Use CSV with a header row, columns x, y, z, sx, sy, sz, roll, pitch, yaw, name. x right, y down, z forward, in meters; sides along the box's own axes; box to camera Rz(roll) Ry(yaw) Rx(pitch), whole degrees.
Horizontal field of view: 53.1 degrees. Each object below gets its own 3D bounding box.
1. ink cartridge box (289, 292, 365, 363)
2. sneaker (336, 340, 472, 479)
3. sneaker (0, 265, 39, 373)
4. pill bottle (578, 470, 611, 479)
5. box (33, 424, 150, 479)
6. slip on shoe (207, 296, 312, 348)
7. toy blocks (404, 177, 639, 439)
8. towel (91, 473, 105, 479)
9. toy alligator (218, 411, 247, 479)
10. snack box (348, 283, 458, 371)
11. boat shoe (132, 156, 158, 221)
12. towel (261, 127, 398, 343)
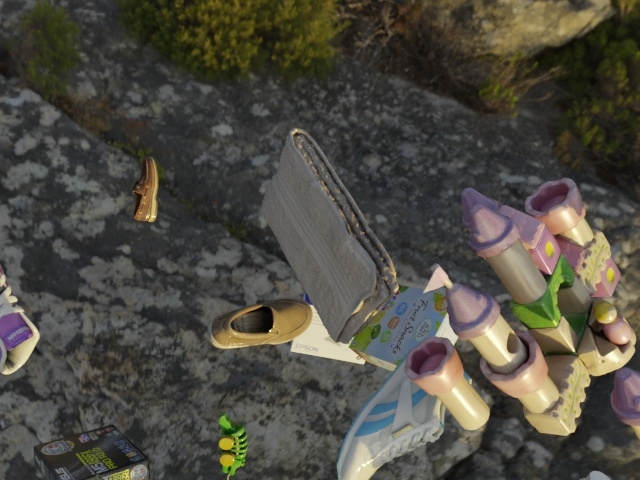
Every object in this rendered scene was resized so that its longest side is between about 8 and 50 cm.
x,y,z,sx,sy,sz,roll,pitch,yaw,name
0.047,0.225,1.763,0.223,0.224,0.045,11,24,-10,ink cartridge box
0.109,0.247,0.863,0.092,0.087,0.229,35,82,28,sneaker
-0.449,0.062,0.868,0.161,0.282,0.102,26,41,22,sneaker
0.506,0.496,1.218,0.067,0.120,0.067,15,30,-9,pill bottle
-0.592,0.573,1.655,0.216,0.270,0.060,-6,100,-37,box
-0.058,0.089,0.713,0.135,0.041,0.051,-3,70,-38,slip on shoe
0.252,0.037,0.717,0.260,0.309,0.288,51,55,-24,toy blocks
-0.288,0.360,0.762,0.027,0.110,0.148,30,68,-22,towel
-0.168,0.419,1.257,0.051,0.190,0.056,0,19,2,toy alligator
0.181,0.186,1.329,0.070,0.207,0.174,43,71,-33,snack box
-0.474,-0.139,1.727,0.060,0.064,0.178,1,91,-31,boat shoe
0.000,0.000,0.934,0.049,0.187,0.282,-17,64,-32,towel
